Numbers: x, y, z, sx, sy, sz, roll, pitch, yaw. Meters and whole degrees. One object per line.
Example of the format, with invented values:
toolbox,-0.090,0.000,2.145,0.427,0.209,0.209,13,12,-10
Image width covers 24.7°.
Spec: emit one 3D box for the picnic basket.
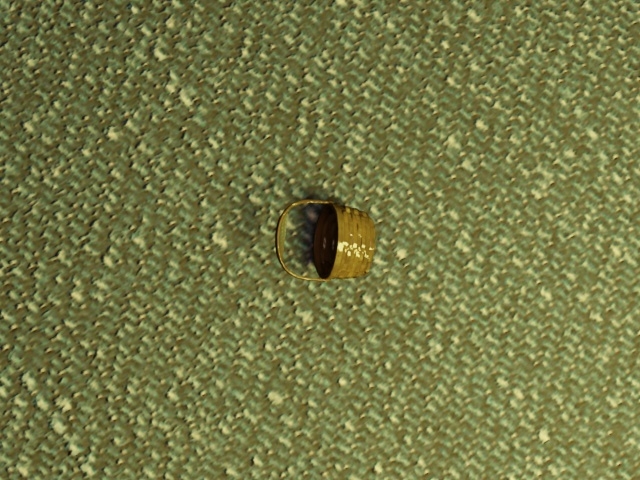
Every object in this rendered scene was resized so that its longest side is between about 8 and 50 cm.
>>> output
picnic basket,0.000,0.000,1.272,0.083,0.072,0.072,4,86,-21
